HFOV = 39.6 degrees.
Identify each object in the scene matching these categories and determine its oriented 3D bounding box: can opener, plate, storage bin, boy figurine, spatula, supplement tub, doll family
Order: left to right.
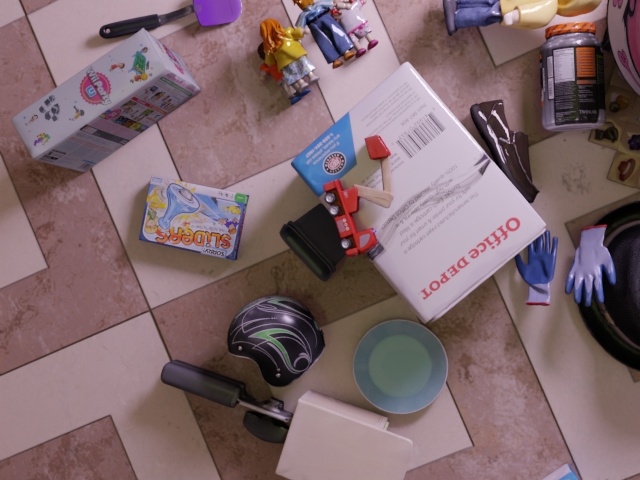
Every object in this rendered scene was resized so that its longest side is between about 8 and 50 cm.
[{"bbox_3d":[-0.305,-0.453,1.795,0.296,0.030,0.084,-13,92,7],"label":"spatula"},{"bbox_3d":[-0.187,0.327,1.773,0.283,0.076,0.095,18,92,8],"label":"can opener"},{"bbox_3d":[-0.022,-0.396,1.716,0.263,0.118,0.163,-34,87,7],"label":"doll family"},{"bbox_3d":[0.000,0.000,1.742,0.091,0.098,0.135,-41,85,-22],"label":"storage bin"},{"bbox_3d":[0.157,0.248,1.754,0.188,0.024,0.188,0,90,8],"label":"plate"},{"bbox_3d":[0.371,-0.439,1.639,0.285,0.177,0.092,-4,121,20],"label":"boy figurine"},{"bbox_3d":[0.469,-0.304,1.657,0.117,0.117,0.190,-2,90,7],"label":"supplement tub"}]

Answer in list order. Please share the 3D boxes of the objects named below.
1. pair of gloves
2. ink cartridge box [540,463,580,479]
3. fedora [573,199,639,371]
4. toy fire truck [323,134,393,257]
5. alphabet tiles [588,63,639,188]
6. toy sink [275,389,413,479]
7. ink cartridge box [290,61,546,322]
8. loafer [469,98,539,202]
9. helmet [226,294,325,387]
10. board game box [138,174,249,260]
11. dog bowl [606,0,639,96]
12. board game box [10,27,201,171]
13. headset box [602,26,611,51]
[{"bbox_3d":[0.455,0.049,1.663,0.198,0.023,0.159,-7,65,37],"label":"pair of gloves"},{"bbox_3d":[0.487,0.534,1.699,0.104,0.060,0.180,-36,87,6],"label":"ink cartridge box"},{"bbox_3d":[0.630,0.088,1.626,0.334,0.152,0.334,0,91,7],"label":"fedora"},{"bbox_3d":[0.079,-0.078,1.579,0.135,0.047,0.192,-19,90,11],"label":"toy fire truck"},{"bbox_3d":[0.702,-0.215,1.683,0.342,0.011,0.285,19,94,6],"label":"alphabet tiles"},{"bbox_3d":[0.054,0.405,1.716,0.234,0.131,0.153,18,93,9],"label":"toy sink"},{"bbox_3d":[0.184,-0.085,1.671,0.285,0.166,0.395,-40,86,8],"label":"ink cartridge box"},{"bbox_3d":[0.365,-0.175,1.690,0.078,0.080,0.220,-28,87,7],"label":"loafer"},{"bbox_3d":[-0.091,0.185,1.716,0.169,0.169,0.161,-39,102,6],"label":"helmet"},{"bbox_3d":[-0.255,-0.046,1.794,0.201,0.035,0.136,11,92,7],"label":"board game box"},{"bbox_3d":[0.682,-0.368,1.443,0.408,0.150,0.408,5,112,11],"label":"dog bowl"},{"bbox_3d":[-0.405,-0.262,1.716,0.303,0.224,0.097,-32,85,6],"label":"board game box"},{"bbox_3d":[0.671,-0.450,1.616,0.283,0.131,0.246,16,89,7],"label":"headset box"}]
